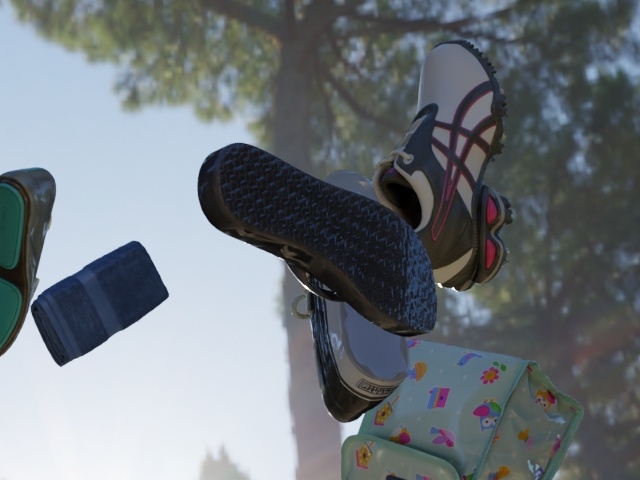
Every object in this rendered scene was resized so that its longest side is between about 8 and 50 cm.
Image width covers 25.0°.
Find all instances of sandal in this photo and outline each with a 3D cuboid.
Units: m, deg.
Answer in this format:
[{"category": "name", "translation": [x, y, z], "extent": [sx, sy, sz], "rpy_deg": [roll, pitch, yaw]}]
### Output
[{"category": "sandal", "translation": [0.000, -0.001, 1.169], "extent": [0.254, 0.097, 0.054], "rpy_deg": [33, -37, -30]}]

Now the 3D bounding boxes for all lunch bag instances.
[{"category": "lunch bag", "translation": [0.150, 0.264, 1.718], "extent": [0.223, 0.262, 0.160], "rpy_deg": [8, -27, 49]}]

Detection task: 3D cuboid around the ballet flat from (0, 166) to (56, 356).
[{"category": "ballet flat", "translation": [-0.300, 0.024, 1.423], "extent": [0.072, 0.068, 0.213], "rpy_deg": [28, -62, 19]}]

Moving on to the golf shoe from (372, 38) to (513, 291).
[{"category": "golf shoe", "translation": [0.115, -0.086, 1.410], "extent": [0.120, 0.272, 0.105], "rpy_deg": [10, -29, -24]}]

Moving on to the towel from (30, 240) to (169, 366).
[{"category": "towel", "translation": [-0.192, 0.052, 1.246], "extent": [0.029, 0.119, 0.067], "rpy_deg": [-3, -66, 52]}]

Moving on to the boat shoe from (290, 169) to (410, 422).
[{"category": "boat shoe", "translation": [0.031, 0.059, 1.584], "extent": [0.113, 0.306, 0.105], "rpy_deg": [12, -43, -26]}]
